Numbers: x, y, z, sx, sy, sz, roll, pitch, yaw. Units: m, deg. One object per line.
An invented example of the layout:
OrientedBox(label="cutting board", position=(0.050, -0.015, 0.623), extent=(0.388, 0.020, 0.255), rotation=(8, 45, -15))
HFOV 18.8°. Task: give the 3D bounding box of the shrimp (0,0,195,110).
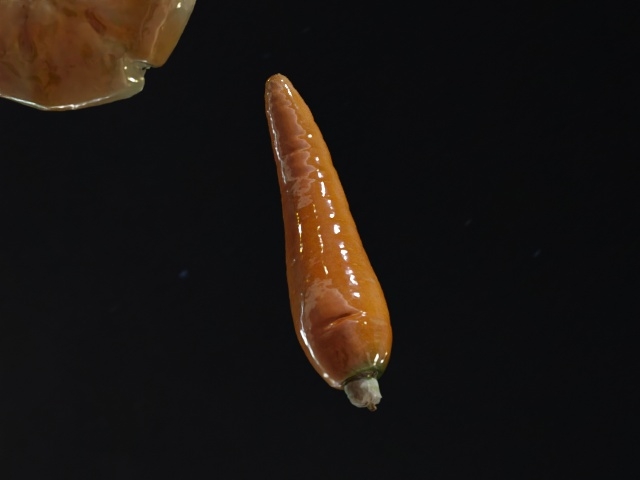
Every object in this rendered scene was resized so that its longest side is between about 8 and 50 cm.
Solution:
OrientedBox(label="shrimp", position=(-0.135, -0.194, 0.911), extent=(0.145, 0.061, 0.267), rotation=(-4, -90, -3))

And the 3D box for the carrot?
OrientedBox(label="carrot", position=(0.000, 0.000, 0.704), extent=(0.035, 0.035, 0.142), rotation=(-35, -127, 29))
